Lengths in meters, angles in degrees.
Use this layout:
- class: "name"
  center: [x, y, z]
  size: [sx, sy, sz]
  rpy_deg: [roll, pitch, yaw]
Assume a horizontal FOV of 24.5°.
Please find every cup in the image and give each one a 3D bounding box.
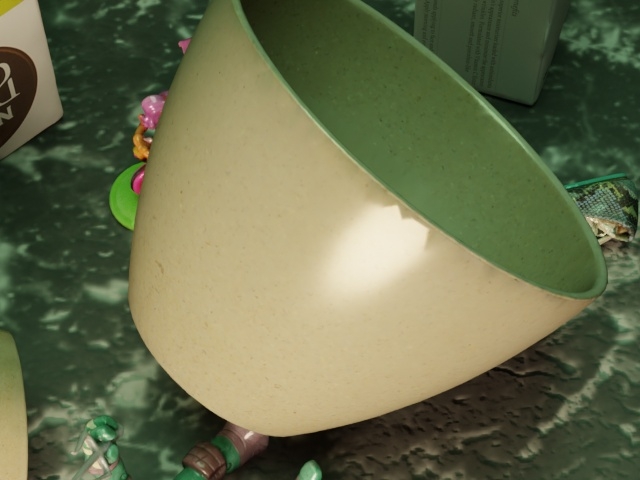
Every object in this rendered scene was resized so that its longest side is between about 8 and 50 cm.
- class: "cup"
  center: [0.000, 0.000, 1.035]
  size: [0.237, 0.331, 0.331]
  rpy_deg: [-49, 61, 21]

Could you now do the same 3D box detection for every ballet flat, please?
- class: "ballet flat"
  center: [0.166, -0.010, 1.179]
  size: [0.188, 0.070, 0.070]
  rpy_deg: [-10, 58, -1]

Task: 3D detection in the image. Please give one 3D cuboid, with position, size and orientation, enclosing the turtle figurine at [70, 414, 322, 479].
- class: "turtle figurine"
  center: [-0.113, 0.202, 1.020]
  size: [0.234, 0.118, 0.175]
  rpy_deg: [-27, 78, -33]

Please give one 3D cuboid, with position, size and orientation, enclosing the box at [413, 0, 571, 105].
- class: "box"
  center: [0.160, -0.248, 1.255]
  size: [0.119, 0.181, 0.182]
  rpy_deg: [17, 59, 11]

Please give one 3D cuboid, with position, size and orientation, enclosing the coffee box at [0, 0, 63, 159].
- class: "coffee box"
  center: [-0.450, -0.198, 1.147]
  size: [0.337, 0.334, 0.338]
  rpy_deg: [-38, 67, -21]

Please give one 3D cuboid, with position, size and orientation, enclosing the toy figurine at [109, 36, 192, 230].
- class: "toy figurine"
  center: [-0.099, -0.097, 1.180]
  size: [0.173, 0.159, 0.130]
  rpy_deg: [-23, 60, -12]

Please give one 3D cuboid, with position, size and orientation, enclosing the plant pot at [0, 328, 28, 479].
- class: "plant pot"
  center: [-0.348, 0.132, 1.014]
  size: [0.274, 0.256, 0.256]
  rpy_deg: [-4, 57, -20]
